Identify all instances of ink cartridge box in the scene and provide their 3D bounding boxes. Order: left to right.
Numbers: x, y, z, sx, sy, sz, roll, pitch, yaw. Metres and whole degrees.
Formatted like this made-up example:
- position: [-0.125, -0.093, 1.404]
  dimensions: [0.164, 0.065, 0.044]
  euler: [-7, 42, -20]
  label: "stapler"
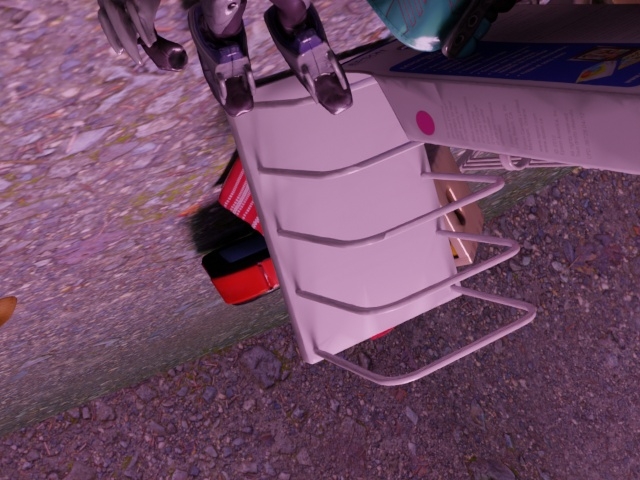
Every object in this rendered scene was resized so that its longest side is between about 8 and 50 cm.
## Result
- position: [0.186, -0.120, 0.705]
  dimensions: [0.176, 0.069, 0.371]
  euler: [-29, -152, -28]
  label: "ink cartridge box"

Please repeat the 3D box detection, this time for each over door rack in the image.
- position: [0.318, -0.189, 1.242]
  dimensions: [0.324, 0.108, 0.239]
  euler: [-35, -156, -35]
  label: "over door rack"

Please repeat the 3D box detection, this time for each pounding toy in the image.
- position: [0.054, -0.044, 1.130]
  dimensions: [0.206, 0.181, 0.094]
  euler: [-12, -143, 31]
  label: "pounding toy"

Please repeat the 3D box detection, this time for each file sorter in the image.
- position: [0.063, -0.033, 0.922]
  dimensions: [0.193, 0.277, 0.173]
  euler: [-23, -166, -23]
  label: "file sorter"

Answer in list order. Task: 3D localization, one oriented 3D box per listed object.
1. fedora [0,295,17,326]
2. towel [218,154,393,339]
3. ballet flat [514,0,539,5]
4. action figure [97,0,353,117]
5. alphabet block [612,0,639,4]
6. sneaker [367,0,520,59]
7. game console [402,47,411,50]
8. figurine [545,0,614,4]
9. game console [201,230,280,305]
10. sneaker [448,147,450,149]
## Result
- position: [-0.424, 0.086, 1.039]
  dimensions: [0.194, 0.079, 0.194]
  euler: [-30, 175, -3]
  label: "fedora"
- position: [0.000, 0.000, 1.143]
  dimensions: [0.031, 0.275, 0.199]
  euler: [-49, -179, -24]
  label: "towel"
- position: [0.187, -0.239, 0.947]
  dimensions: [0.049, 0.057, 0.173]
  euler: [2, 173, 12]
  label: "ballet flat"
- position: [-0.040, -0.161, 0.612]
  dimensions: [0.185, 0.099, 0.285]
  euler: [-16, 167, 0]
  label: "action figure"
- position: [0.333, -0.266, 0.736]
  dimensions: [0.192, 0.193, 0.197]
  euler: [-21, 171, -19]
  label: "alphabet block"
- position: [0.105, -0.214, 0.650]
  dimensions: [0.178, 0.124, 0.295]
  euler: [-36, 172, 2]
  label: "sneaker"
- position: [0.159, -0.178, 1.029]
  dimensions: [0.107, 0.071, 0.122]
  euler: [-19, -167, -35]
  label: "game console"
- position: [0.298, -0.242, 1.090]
  dimensions: [0.215, 0.092, 0.209]
  euler: [-31, 179, -22]
  label: "figurine"
- position: [-0.009, -0.015, 1.447]
  dimensions: [0.342, 0.060, 0.386]
  euler: [-27, -172, -7]
  label: "game console"
- position: [0.057, -0.090, 1.229]
  dimensions: [0.109, 0.123, 0.295]
  euler: [-21, 171, -31]
  label: "sneaker"
